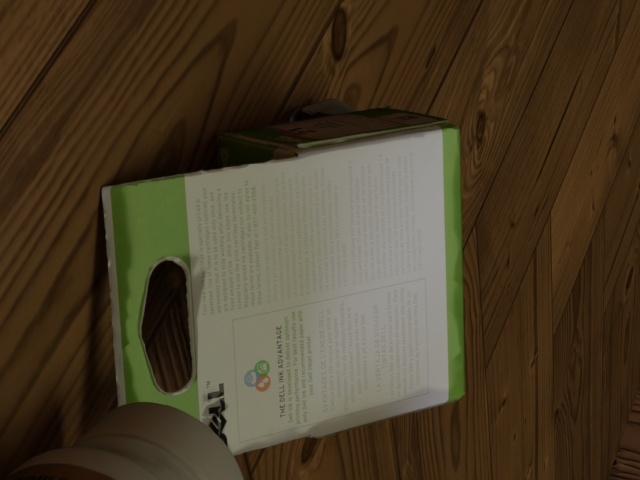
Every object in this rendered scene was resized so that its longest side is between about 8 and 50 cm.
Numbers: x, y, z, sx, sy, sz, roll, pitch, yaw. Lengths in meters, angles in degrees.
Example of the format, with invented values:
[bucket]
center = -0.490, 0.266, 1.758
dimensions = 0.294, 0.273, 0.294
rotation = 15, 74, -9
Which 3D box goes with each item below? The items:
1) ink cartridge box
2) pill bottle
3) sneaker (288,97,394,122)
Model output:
[ink cartridge box]
center = -0.037, 0.027, 1.122
dimensions = 0.255, 0.097, 0.189
rotation = -11, 106, -32
[pill bottle]
center = -0.130, 0.182, 0.916
dimensions = 0.229, 0.131, 0.131
rotation = -48, 146, -56
[sneaker]
center = -0.001, -0.001, 1.253
dimensions = 0.226, 0.086, 0.163
rotation = -51, 140, -37
